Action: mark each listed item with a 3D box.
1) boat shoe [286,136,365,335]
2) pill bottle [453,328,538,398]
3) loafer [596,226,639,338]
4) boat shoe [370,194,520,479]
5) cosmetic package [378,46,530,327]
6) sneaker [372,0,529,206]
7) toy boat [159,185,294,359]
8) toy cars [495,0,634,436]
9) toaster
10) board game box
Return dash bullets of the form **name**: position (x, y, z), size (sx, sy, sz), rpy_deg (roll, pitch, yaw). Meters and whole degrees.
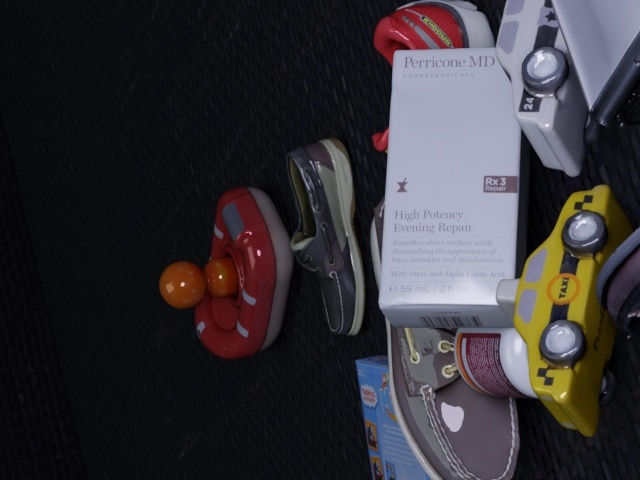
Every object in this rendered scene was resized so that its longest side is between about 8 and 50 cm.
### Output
- **boat shoe**: position (0.000, 0.000, 2.176), size (0.080, 0.073, 0.224), rpy_deg (-159, 61, -67)
- **pill bottle**: position (0.182, 0.095, 1.709), size (0.152, 0.086, 0.086), rpy_deg (173, 87, -70)
- **loafer**: position (0.284, 0.012, 1.373), size (0.095, 0.109, 0.302), rpy_deg (67, 154, 20)
- **boat shoe**: position (0.123, 0.087, 1.834), size (0.097, 0.116, 0.324), rpy_deg (116, 145, -63)
- **cosmetic package**: position (0.116, -0.044, 1.657), size (0.085, 0.117, 0.231), rpy_deg (55, -145, -70)
- **sneaker**: position (0.108, -0.079, 1.780), size (0.107, 0.118, 0.279), rpy_deg (145, 113, -69)
- **toy boat**: position (-0.127, 0.049, 2.433), size (0.231, 0.151, 0.151), rpy_deg (101, 152, -45)
- **toy cars**: position (0.178, -0.047, 1.518), size (0.087, 0.176, 0.394), rpy_deg (2, 105, 27)
- **toaster**: position (0.257, -0.155, 1.276), size (0.186, 0.168, 0.110), rpy_deg (115, 143, -56)
- **board game box**: position (0.095, 0.233, 2.081), size (0.160, 0.039, 0.212), rpy_deg (-177, 77, -69)
